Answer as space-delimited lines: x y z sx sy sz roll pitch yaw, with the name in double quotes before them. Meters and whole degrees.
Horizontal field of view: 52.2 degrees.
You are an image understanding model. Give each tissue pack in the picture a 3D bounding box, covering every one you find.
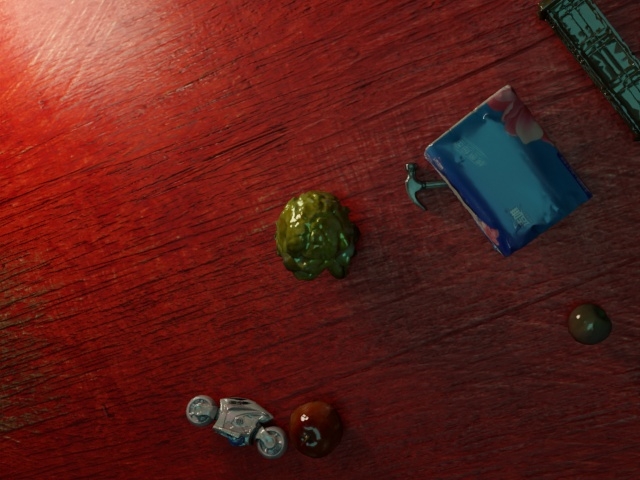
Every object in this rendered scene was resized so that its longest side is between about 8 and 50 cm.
"tissue pack" 0.355 -0.128 1.261 0.209 0.137 0.270 -36 87 14

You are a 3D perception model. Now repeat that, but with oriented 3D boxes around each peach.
"peach" 0.532 0.167 1.297 0.083 0.083 0.083 1 96 14

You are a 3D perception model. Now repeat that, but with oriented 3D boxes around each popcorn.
"popcorn" 0.000 0.000 1.382 0.212 0.198 0.198 37 105 -19

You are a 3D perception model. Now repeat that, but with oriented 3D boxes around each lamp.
"lamp" 0.543 -0.340 1.240 0.090 0.089 0.325 -36 85 16

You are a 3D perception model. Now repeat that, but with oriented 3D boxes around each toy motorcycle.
"toy motorcycle" -0.187 0.418 1.509 0.254 0.112 0.112 22 100 11

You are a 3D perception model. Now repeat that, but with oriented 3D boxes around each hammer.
"hammer" 0.301 -0.117 1.356 0.246 0.029 0.103 -3 94 13

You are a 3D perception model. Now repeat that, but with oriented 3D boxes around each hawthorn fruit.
"hawthorn fruit" -0.008 0.419 1.443 0.125 0.140 0.125 3 79 -15
